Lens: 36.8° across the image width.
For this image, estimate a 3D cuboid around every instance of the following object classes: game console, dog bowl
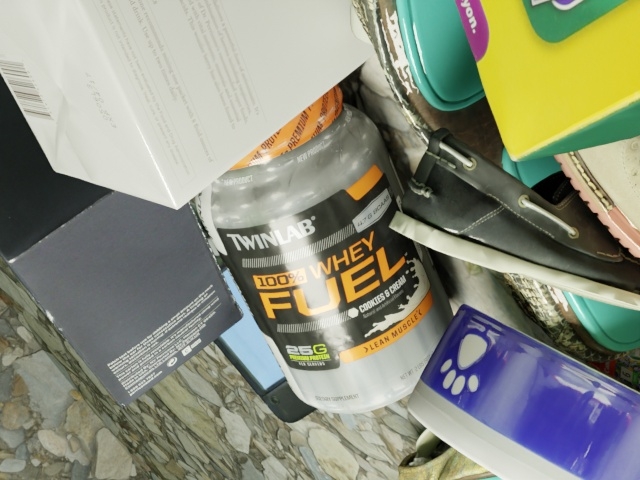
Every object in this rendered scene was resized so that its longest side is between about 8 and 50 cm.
[{"bbox_3d":[-0.087,0.115,1.225,0.250,0.173,0.293,-38,92,35],"label":"game console"},{"bbox_3d":[0.212,0.157,0.815,0.265,0.104,0.265,27,180,0],"label":"dog bowl"}]

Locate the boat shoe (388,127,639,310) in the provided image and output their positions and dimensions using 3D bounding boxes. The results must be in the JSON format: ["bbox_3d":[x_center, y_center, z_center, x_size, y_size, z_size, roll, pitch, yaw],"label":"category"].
[{"bbox_3d":[0.163,-0.004,0.628,0.233,0.079,0.084,19,-179,-17],"label":"boat shoe"}]

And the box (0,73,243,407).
[{"bbox_3d":[-0.279,-0.047,1.050,0.343,0.179,0.312,44,162,32],"label":"box"}]

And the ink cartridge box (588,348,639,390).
[{"bbox_3d":[0.273,0.092,0.826,0.115,0.063,0.029,27,146,34],"label":"ink cartridge box"}]

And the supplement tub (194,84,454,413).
[{"bbox_3d":[0.000,0.000,0.960,0.193,0.193,0.316,10,133,49],"label":"supplement tub"}]

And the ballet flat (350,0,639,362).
[{"bbox_3d":[0.117,-0.114,0.717,0.182,0.164,0.482,28,150,59],"label":"ballet flat"}]

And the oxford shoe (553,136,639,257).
[{"bbox_3d":[0.301,-0.015,0.558,0.397,0.140,0.146,36,166,2],"label":"oxford shoe"}]

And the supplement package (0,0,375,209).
[{"bbox_3d":[-0.089,-0.189,0.746,0.175,0.293,0.177,17,138,44],"label":"supplement package"}]

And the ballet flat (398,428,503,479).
[{"bbox_3d":[0.177,0.249,1.121,0.123,0.123,0.348,45,150,7],"label":"ballet flat"}]

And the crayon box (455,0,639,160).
[{"bbox_3d":[0.152,-0.253,0.394,0.313,0.106,0.363,-27,78,60],"label":"crayon box"}]
